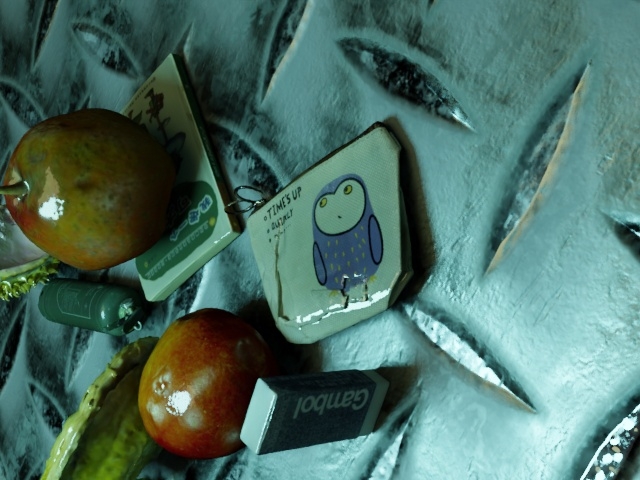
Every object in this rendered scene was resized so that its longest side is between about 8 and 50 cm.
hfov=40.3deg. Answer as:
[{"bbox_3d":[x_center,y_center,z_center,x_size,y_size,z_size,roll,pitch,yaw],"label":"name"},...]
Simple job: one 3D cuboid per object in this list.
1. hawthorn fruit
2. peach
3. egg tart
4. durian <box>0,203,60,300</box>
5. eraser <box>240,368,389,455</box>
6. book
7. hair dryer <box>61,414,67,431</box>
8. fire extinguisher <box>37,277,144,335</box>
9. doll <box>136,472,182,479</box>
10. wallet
[{"bbox_3d":[-0.401,-0.089,1.445,0.277,0.298,0.277,0,89,46],"label":"hawthorn fruit"},{"bbox_3d":[-0.164,0.213,1.328,0.243,0.199,0.244,-26,55,43],"label":"peach"},{"bbox_3d":[-0.333,0.322,1.458,0.132,0.345,0.345,31,115,6],"label":"egg tart"},{"bbox_3d":[-0.610,0.030,1.797,0.195,0.186,0.305,-20,31,8],"label":"durian"},{"bbox_3d":[-0.005,0.224,1.159,0.046,0.212,0.092,32,110,42],"label":"eraser"},{"bbox_3d":[-0.280,-0.111,1.561,0.260,0.043,0.371,-39,63,36],"label":"book"},{"bbox_3d":[-0.524,0.416,1.797,0.063,0.037,0.114,-31,60,41],"label":"hair dryer"},{"bbox_3d":[-0.424,0.129,1.651,0.311,0.114,0.095,2,116,43],"label":"fire extinguisher"},{"bbox_3d":[-0.277,0.472,1.505,0.241,0.098,0.135,4,114,46],"label":"doll"},{"bbox_3d":[0.002,-0.001,1.260,0.335,0.068,0.275,-29,67,39],"label":"wallet"}]
